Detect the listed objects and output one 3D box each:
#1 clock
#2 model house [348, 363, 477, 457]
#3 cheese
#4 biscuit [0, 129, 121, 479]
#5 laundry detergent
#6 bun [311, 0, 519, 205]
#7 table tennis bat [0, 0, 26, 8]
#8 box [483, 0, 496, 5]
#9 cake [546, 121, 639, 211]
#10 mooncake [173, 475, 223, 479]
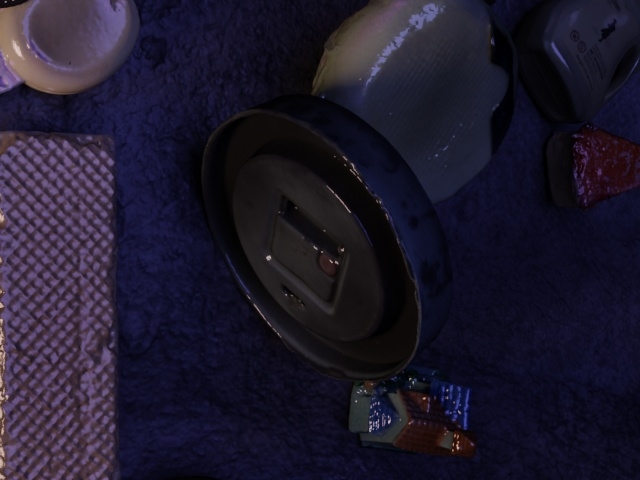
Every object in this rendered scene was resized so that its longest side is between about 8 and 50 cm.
[{"bbox_3d":[0.000,0.000,1.090,0.067,0.325,0.325,-33,107,-33],"label":"clock"},{"bbox_3d":[0.134,0.214,1.272,0.148,0.149,0.119,16,82,-32],"label":"model house"},{"bbox_3d":[-0.294,-0.201,1.061,0.227,0.064,0.137,-41,109,-23],"label":"cheese"},{"bbox_3d":[-0.277,0.100,1.064,0.144,0.078,0.426,0,91,-32],"label":"biscuit"},{"bbox_3d":[0.392,-0.293,1.455,0.253,0.091,0.181,-44,113,-23],"label":"laundry detergent"},{"bbox_3d":[0.097,-0.180,1.238,0.283,0.179,0.283,-16,122,-27],"label":"bun"},{"bbox_3d":[-0.338,-0.342,1.011,0.236,0.150,0.027,61,21,2],"label":"table tennis bat"},{"bbox_3d":[0.159,-0.332,1.316,0.126,0.091,0.031,19,74,-29],"label":"box"},{"bbox_3d":[0.416,-0.126,1.473,0.220,0.086,0.116,-21,103,-28],"label":"cake"},{"bbox_3d":[-0.130,0.377,1.122,0.245,0.133,0.245,0,91,-31],"label":"mooncake"}]
